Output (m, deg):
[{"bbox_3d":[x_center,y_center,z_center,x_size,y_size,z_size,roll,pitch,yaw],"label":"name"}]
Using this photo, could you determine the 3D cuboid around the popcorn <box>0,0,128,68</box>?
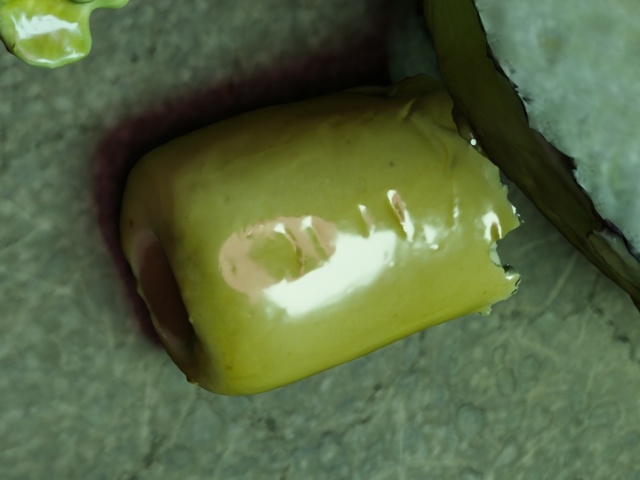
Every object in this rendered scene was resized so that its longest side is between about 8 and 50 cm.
[{"bbox_3d":[-0.088,-0.175,0.549,0.185,0.187,0.167,-28,159,-26],"label":"popcorn"}]

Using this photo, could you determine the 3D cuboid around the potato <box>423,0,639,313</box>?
[{"bbox_3d":[0.206,-0.020,0.742,0.397,0.296,0.290,5,70,-14],"label":"potato"}]

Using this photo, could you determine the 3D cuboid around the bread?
[{"bbox_3d":[0.001,0.001,0.729,0.173,0.085,0.134,-22,121,-20],"label":"bread"}]
